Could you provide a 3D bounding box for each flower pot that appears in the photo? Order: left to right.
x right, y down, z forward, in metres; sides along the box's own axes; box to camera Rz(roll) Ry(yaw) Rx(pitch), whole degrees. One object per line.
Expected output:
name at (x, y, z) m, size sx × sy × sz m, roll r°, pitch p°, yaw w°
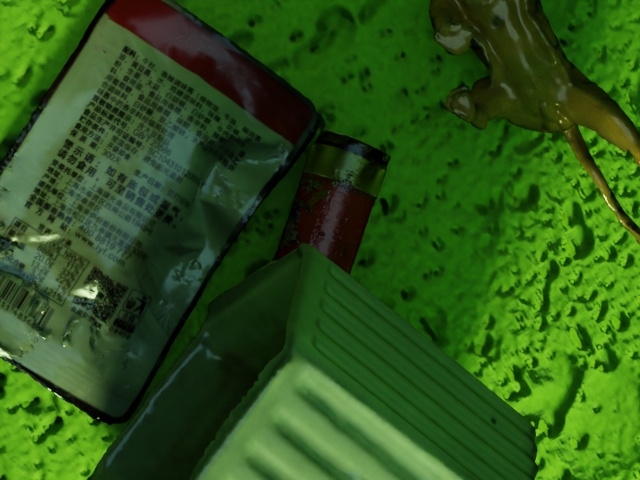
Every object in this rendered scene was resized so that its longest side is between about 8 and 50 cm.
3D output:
flower pot at (-0.011, 0.149, 1.119) m, size 0.189 × 0.209 × 0.239 m, roll 40°, pitch 80°, yaw -13°

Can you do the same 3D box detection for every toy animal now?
toy animal at (0.141, -0.097, 1.228) m, size 0.114 × 0.116 × 0.255 m, roll -24°, pitch 101°, yaw 11°

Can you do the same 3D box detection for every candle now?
candle at (0.000, 0.000, 1.207) m, size 0.052 × 0.052 × 0.131 m, roll 20°, pitch 87°, yaw -12°

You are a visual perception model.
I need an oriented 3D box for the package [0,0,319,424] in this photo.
package at (-0.119, -0.022, 1.188) m, size 0.154 × 0.030 × 0.239 m, roll 34°, pitch 86°, yaw -12°
